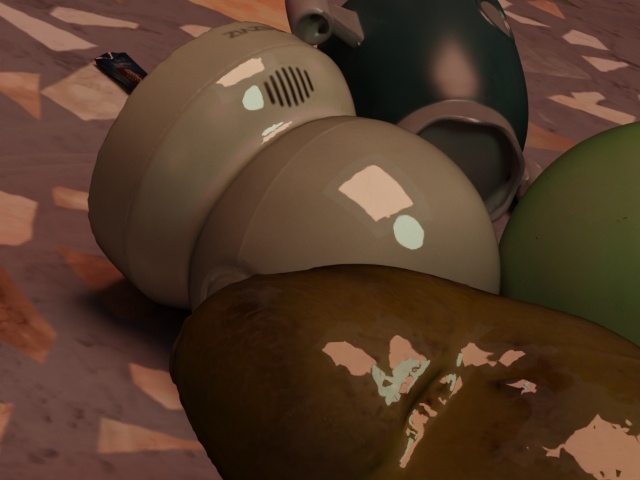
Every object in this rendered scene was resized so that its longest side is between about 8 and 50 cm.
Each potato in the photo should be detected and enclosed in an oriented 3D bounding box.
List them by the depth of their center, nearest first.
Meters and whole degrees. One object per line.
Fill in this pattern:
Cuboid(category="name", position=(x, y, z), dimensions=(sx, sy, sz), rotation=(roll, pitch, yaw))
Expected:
Cuboid(category="potato", position=(0.087, 0.124, 0.884), dimensions=(0.351, 0.202, 0.218), rotation=(33, 41, 5))

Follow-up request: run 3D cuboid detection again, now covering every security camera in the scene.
Cuboid(category="security camera", position=(0.000, 0.000, 1.124), dimensions=(0.236, 0.195, 0.194), rotation=(36, 29, 28))

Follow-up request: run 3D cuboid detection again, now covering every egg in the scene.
Cuboid(category="egg", position=(0.215, 0.042, 1.151), dimensions=(0.220, 0.220, 0.270), rotation=(16, 29, -9))

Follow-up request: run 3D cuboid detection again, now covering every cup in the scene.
Cuboid(category="cup", position=(0.086, -0.096, 1.430), dimensions=(0.299, 0.167, 0.173), rotation=(36, 23, -31))

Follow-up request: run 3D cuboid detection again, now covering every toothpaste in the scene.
Cuboid(category="toothpaste", position=(-0.150, -0.130, 1.491), dimensions=(0.027, 0.019, 0.083), rotation=(-24, 42, -24))
